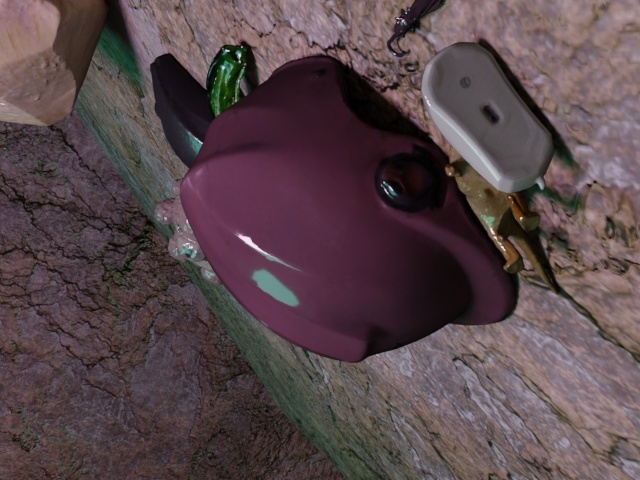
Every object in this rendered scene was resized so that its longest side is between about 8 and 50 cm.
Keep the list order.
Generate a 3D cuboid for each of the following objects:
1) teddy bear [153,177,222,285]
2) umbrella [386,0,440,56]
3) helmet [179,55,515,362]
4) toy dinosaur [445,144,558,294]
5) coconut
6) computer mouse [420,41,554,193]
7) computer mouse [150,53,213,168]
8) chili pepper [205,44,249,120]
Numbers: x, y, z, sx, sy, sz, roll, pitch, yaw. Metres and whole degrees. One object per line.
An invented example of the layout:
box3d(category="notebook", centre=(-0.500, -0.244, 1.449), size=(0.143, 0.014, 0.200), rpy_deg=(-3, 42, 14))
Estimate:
box3d(category="teddy bear", centre=(-0.205, -0.015, 1.268), size=(0.236, 0.151, 0.267), rpy_deg=(33, 167, -4))
box3d(category="umbrella", centre=(0.066, -0.157, 0.451), size=(0.022, 0.013, 0.122), rpy_deg=(41, 163, -2))
box3d(category="helmet", centre=(0.000, 0.000, 0.647), size=(0.338, 0.197, 0.271), rpy_deg=(51, 161, 10))
box3d(category="toy dinosaur", centre=(0.132, -0.033, 0.508), size=(0.162, 0.039, 0.126), rpy_deg=(39, -155, -53))
box3d(category="coconut", centre=(-0.545, -0.378, 1.096), size=(0.415, 0.344, 0.415), rpy_deg=(48, 160, 23))
box3d(category="computer mouse", centre=(0.108, -0.075, 0.433), size=(0.110, 0.056, 0.032), rpy_deg=(51, 171, 0))
box3d(category="computer mouse", centre=(-0.196, -0.169, 1.030), size=(0.270, 0.086, 0.137), rpy_deg=(47, 163, 23))
box3d(category="chili pepper", centre=(-0.067, -0.107, 0.833), size=(0.279, 0.065, 0.122), rpy_deg=(63, 166, -18))
